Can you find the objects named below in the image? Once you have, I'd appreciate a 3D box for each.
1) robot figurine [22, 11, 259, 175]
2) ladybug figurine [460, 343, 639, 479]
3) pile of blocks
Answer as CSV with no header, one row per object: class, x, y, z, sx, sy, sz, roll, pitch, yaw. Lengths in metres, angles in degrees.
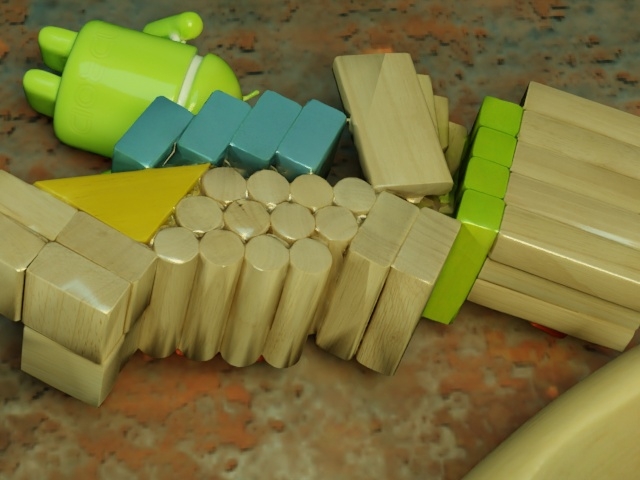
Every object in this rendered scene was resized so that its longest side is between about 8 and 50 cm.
robot figurine,-0.092,-0.072,0.807,0.115,0.067,0.101,16,74,-1
ladybug figurine,0.208,0.155,0.666,0.449,0.305,0.162,-29,116,-17
pile of blocks,0.000,0.000,0.776,0.362,0.113,0.149,-2,55,-15
